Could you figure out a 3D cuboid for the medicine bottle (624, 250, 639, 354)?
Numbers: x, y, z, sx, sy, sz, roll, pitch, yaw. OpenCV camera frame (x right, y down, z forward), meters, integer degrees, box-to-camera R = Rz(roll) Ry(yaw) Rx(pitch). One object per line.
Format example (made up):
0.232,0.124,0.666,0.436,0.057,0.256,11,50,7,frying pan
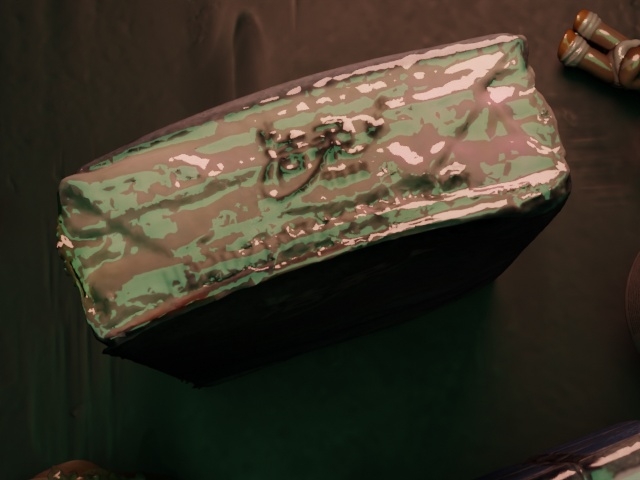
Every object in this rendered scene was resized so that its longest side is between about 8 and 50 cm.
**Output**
0.313,0.040,0.887,0.157,0.289,0.157,0,81,2,medicine bottle

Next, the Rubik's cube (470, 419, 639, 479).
0.169,0.307,0.840,0.301,0.305,0.304,-21,81,-1,Rubik's cube

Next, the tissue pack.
0.000,0.000,0.856,0.288,0.394,0.124,-20,80,-2,tissue pack

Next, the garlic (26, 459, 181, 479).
-0.219,0.237,0.908,0.256,0.207,0.207,10,80,-3,garlic

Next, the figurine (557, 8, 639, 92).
0.299,-0.139,1.020,0.197,0.093,0.147,31,72,8,figurine
